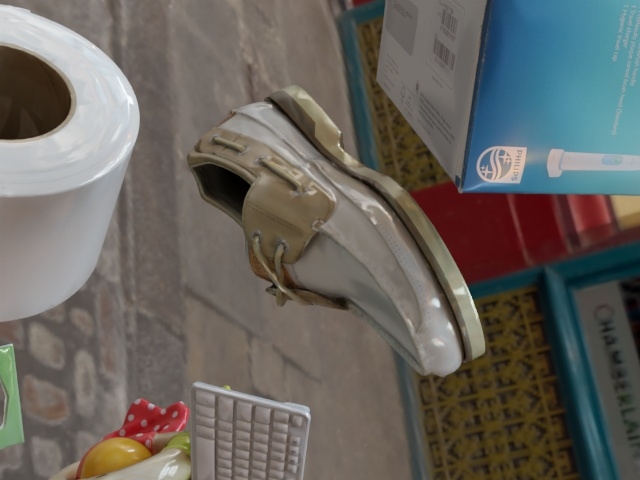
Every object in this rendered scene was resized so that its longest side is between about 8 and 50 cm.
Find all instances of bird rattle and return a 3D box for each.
[{"bbox_3d":[-0.185,0.221,1.079,0.207,0.254,0.143,-15,100,-39],"label":"bird rattle"}]

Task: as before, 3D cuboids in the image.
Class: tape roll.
[{"bbox_3d":[-0.298,-0.072,0.939,0.246,0.246,0.169,-92,-159,-43],"label":"tape roll"}]

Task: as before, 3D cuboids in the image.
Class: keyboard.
[{"bbox_3d":[-0.050,0.172,0.698,0.256,0.072,0.014,97,3,-48],"label":"keyboard"}]

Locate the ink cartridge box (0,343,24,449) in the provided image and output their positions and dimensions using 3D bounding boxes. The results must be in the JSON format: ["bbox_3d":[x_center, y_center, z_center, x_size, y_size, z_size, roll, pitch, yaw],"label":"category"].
[{"bbox_3d":[-0.400,0.165,1.015,0.209,0.062,0.109,-11,103,-36],"label":"ink cartridge box"}]

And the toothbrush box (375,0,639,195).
[{"bbox_3d":[0.205,-0.121,0.674,0.216,0.296,0.126,-110,-155,-63],"label":"toothbrush box"}]

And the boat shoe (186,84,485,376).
[{"bbox_3d":[0.000,0.000,0.721,0.302,0.103,0.113,50,-19,51],"label":"boat shoe"}]
